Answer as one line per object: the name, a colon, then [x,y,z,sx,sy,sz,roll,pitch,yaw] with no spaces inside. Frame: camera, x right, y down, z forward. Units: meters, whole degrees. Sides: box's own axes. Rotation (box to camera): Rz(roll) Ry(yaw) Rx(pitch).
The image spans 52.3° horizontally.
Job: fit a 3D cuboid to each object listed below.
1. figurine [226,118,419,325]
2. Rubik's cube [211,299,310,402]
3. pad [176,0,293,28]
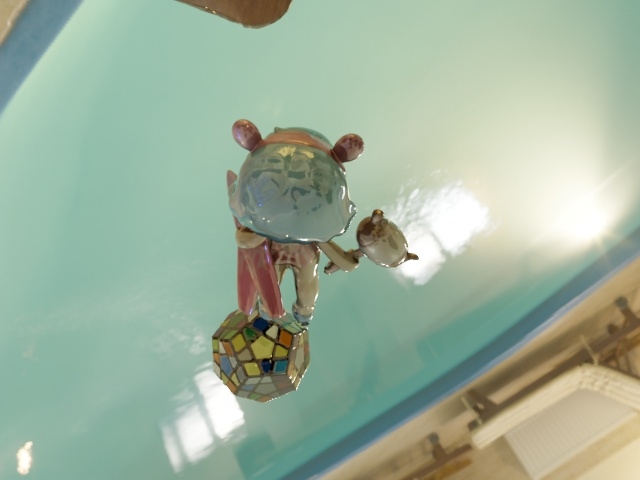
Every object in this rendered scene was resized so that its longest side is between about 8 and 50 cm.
figurine: [-0.009,0.008,0.619,0.205,0.103,0.260,15,139,6]
Rubik's cube: [-0.077,0.144,0.847,0.111,0.133,0.133,-16,146,-39]
pad: [-0.110,-0.256,0.254,0.283,0.018,0.287,20,130,-4]
